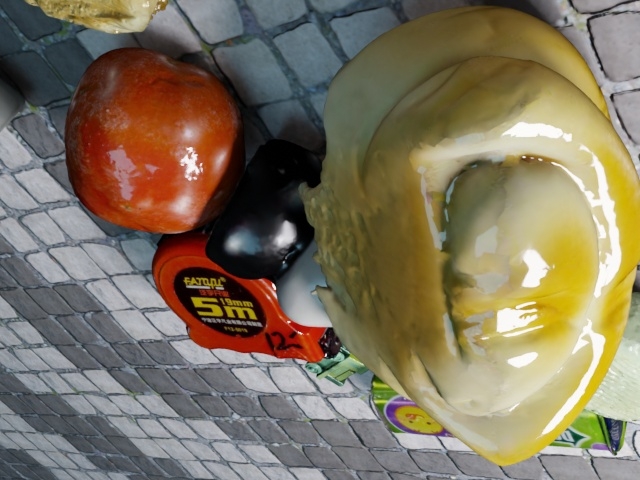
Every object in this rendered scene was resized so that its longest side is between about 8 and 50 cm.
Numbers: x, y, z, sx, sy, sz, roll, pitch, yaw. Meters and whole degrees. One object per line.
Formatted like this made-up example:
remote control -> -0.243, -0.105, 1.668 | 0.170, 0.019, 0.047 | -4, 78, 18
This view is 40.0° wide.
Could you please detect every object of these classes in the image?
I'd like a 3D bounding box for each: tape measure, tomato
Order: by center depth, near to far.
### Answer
tomato -> -0.197, -0.106, 1.040 | 0.232, 0.188, 0.232 | 17, 145, 12
tape measure -> -0.109, 0.057, 1.249 | 0.253, 0.114, 0.260 | 1, 133, 30

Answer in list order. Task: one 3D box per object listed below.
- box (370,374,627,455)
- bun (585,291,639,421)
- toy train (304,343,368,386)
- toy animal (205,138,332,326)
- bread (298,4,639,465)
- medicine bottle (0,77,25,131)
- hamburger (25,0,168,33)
box -> 0.250, 0.232, 1.255 | 0.345, 0.097, 0.134 | -3, 134, 33
bun -> 0.355, 0.125, 1.048 | 0.195, 0.118, 0.195 | 22, 144, 17
toy train -> 0.028, 0.184, 1.374 | 0.081, 0.050, 0.122 | 29, 143, -16
toy animal -> -0.005, 0.001, 1.052 | 0.235, 0.187, 0.165 | 33, 152, -6
bread -> 0.138, 0.001, 0.846 | 0.329, 0.245, 0.424 | -2, 123, 4
medicine bottle -> -0.529, -0.216, 1.143 | 0.258, 0.143, 0.143 | 42, 141, -21
hamburger -> -0.238, -0.305, 0.890 | 0.214, 0.108, 0.214 | 15, 141, 13
